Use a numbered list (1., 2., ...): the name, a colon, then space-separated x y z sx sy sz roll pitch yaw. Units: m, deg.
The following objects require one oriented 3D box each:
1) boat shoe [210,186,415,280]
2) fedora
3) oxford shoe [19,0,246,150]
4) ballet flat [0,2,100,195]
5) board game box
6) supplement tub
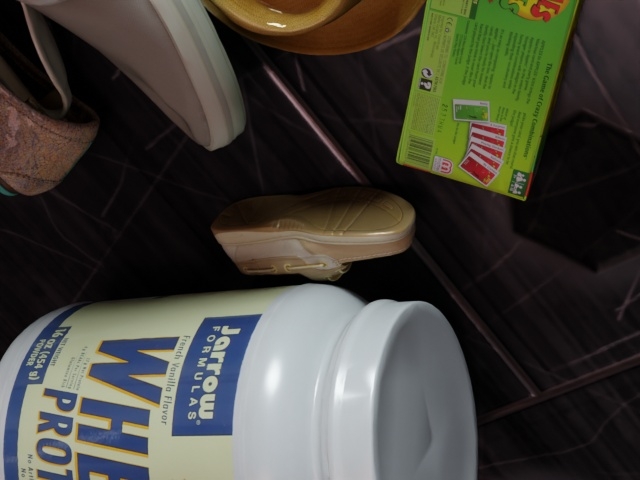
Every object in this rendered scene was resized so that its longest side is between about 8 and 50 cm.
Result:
1. boat shoe: 0.000 0.000 0.915 0.170 0.063 0.059 1 127 34
2. fedora: -0.025 -0.186 0.775 0.194 0.079 0.194 12 128 16
3. oxford shoe: -0.202 -0.219 0.743 0.449 0.130 0.169 53 169 -29
4. ballet flat: -0.274 -0.176 0.892 0.106 0.108 0.316 -31 115 18
5. board game box: 0.111 -0.121 0.786 0.092 0.043 0.181 17 129 11
6. supplement tub: -0.066 0.155 0.939 0.324 0.235 0.235 -6 121 27
